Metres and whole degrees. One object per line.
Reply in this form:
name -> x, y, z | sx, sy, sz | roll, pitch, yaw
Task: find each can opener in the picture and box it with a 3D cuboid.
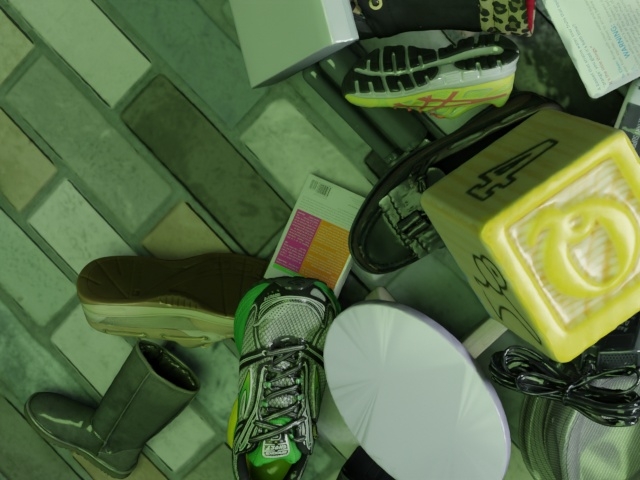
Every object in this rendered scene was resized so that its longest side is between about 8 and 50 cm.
can opener -> 0.086, -0.117, 1.860 | 0.280, 0.093, 0.074 | 49, 139, -10

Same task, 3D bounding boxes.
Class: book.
book -> 0.000, 0.000, 1.946 | 0.096, 0.035, 0.144 | 25, 92, 11

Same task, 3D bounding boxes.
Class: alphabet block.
alphabet block -> 0.256, -0.011, 1.696 | 0.193, 0.197, 0.192 | -37, 110, -5

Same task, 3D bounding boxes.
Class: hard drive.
hard drive -> -0.064, -0.373, 1.795 | 0.047, 0.233, 0.353 | -13, 89, -26

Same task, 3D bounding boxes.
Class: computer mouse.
computer mouse -> 0.330, 0.089, 1.818 | 0.188, 0.072, 0.272 | 18, 67, 25

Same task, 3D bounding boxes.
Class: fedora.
fedora -> 0.358, 0.237, 1.862 | 0.243, 0.124, 0.275 | 32, 108, 8

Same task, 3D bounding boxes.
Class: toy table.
toy table -> 0.130, 0.180, 1.897 | 0.252, 0.161, 0.274 | -28, 92, 20

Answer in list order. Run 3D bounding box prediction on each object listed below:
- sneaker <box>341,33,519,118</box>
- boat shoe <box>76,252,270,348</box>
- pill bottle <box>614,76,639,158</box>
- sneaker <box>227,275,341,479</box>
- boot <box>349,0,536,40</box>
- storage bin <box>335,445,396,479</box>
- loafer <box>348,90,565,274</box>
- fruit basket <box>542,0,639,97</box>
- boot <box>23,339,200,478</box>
sneaker -> 0.129, -0.174, 1.800 | 0.208, 0.081, 0.094 | -6, 138, 5
boat shoe -> -0.161, 0.086, 2.001 | 0.302, 0.109, 0.098 | 2, 139, 5
pill bottle -> 0.454, -0.090, 1.761 | 0.245, 0.130, 0.130 | 20, 106, 11
sneaker -> -0.041, 0.192, 1.908 | 0.134, 0.146, 0.344 | 1, 124, -7
boot -> 0.114, -0.407, 1.787 | 0.284, 0.138, 0.377 | 6, 107, 16
storage bin -> 0.100, 0.350, 1.961 | 0.180, 0.122, 0.084 | 27, 108, 9
loafer -> 0.160, -0.072, 1.804 | 0.302, 0.095, 0.109 | -39, 100, -8
fruit basket -> 0.382, -0.377, 1.682 | 0.353, 0.165, 0.327 | -27, 93, 12
boot -> -0.278, 0.206, 2.038 | 0.189, 0.076, 0.208 | 29, 132, -5
